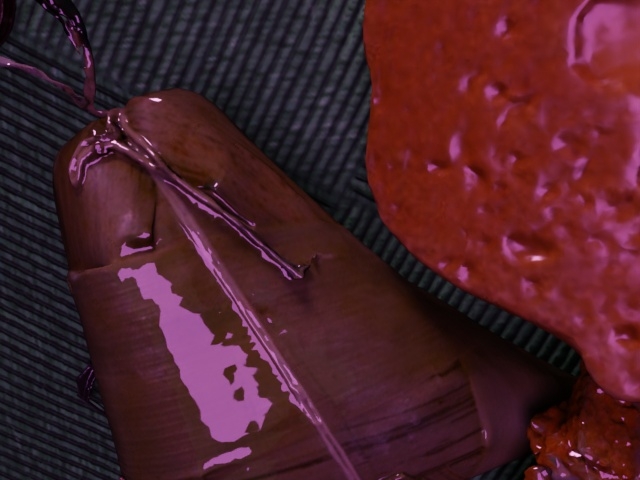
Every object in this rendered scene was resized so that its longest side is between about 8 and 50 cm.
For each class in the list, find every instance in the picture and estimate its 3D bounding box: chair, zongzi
[{"bbox_3d":[-0.174,0.140,0.597,0.086,0.042,0.037,29,106,34],"label":"chair"},{"bbox_3d":[0.000,0.000,0.495,0.418,0.181,0.447,-16,97,-8],"label":"zongzi"}]

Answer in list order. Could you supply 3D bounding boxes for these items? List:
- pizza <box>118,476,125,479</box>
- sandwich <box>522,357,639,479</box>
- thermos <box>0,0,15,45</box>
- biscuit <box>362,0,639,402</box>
[{"bbox_3d":[-0.171,0.282,0.631,0.099,0.029,0.100,33,104,-5],"label":"pizza"},{"bbox_3d":[0.195,0.179,0.456,0.185,0.109,0.160,-45,127,-3],"label":"sandwich"},{"bbox_3d":[-0.293,-0.166,0.427,0.124,0.232,0.099,-38,97,11],"label":"thermos"},{"bbox_3d":[0.184,-0.131,0.368,0.350,0.078,0.455,2,100,33],"label":"biscuit"}]
